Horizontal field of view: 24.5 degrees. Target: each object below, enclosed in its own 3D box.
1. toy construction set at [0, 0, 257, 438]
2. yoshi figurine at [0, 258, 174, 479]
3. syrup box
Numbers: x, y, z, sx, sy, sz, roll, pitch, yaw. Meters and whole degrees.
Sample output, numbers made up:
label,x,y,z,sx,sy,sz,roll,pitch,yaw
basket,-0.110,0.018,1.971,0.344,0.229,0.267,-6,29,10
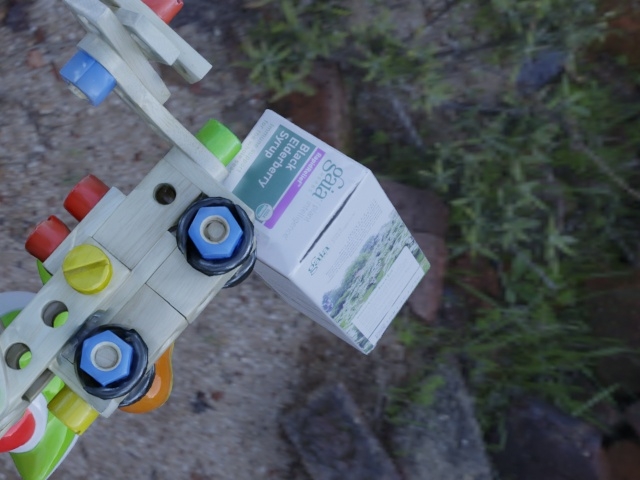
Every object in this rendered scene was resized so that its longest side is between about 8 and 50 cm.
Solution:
label,x,y,z,sx,sy,sz,roll,pitch,yaw
toy construction set,-0.167,-0.008,0.927,0.215,0.151,0.328,40,96,6
yoshi figurine,-0.276,0.054,1.156,0.204,0.203,0.362,-60,153,7
syrup box,0.000,0.000,1.107,0.093,0.096,0.237,-55,157,-6
